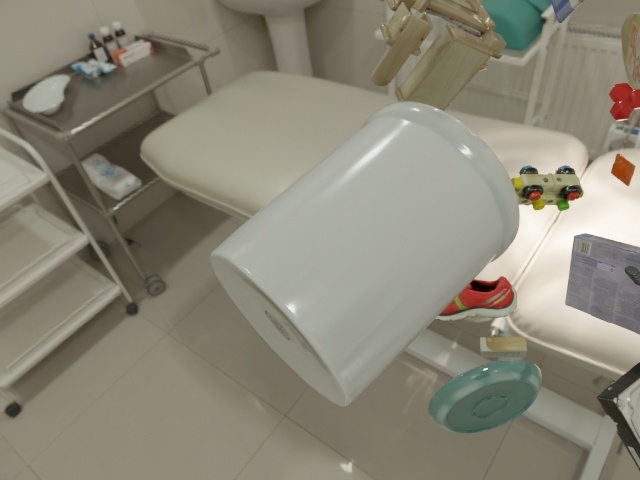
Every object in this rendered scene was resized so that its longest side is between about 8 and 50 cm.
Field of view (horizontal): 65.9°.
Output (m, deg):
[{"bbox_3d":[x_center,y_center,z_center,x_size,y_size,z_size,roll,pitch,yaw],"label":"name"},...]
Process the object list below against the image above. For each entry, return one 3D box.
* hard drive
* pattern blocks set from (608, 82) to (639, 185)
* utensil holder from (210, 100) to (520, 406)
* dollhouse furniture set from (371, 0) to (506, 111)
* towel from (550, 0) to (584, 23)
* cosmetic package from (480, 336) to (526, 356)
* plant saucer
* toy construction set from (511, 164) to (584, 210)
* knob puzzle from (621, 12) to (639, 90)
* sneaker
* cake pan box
[{"bbox_3d":[0.868,0.394,1.206,0.339,0.064,0.236,-28,88,-17],"label":"hard drive"},{"bbox_3d":[0.744,-0.191,0.994,0.286,0.324,0.026,-8,-2,44],"label":"pattern blocks set"},{"bbox_3d":[0.066,0.018,0.800,0.385,0.327,0.328,-41,52,-19],"label":"utensil holder"},{"bbox_3d":[0.209,-0.469,1.086,0.304,0.173,0.355,9,51,-29],"label":"dollhouse furniture set"},{"bbox_3d":[0.571,-0.635,1.049,0.034,0.285,0.209,-11,81,-10],"label":"towel"},{"bbox_3d":[0.493,0.289,1.335,0.115,0.060,0.041,-4,60,15],"label":"cosmetic package"},{"bbox_3d":[0.442,0.427,1.307,0.318,0.317,0.043,-13,43,-3],"label":"plant saucer"},{"bbox_3d":[0.561,-0.117,1.324,0.328,0.215,0.151,-14,65,-12],"label":"toy construction set"},{"bbox_3d":[0.713,-0.419,1.097,0.030,0.213,0.213,-11,43,19],"label":"knob puzzle"},{"bbox_3d":[0.398,0.146,1.374,0.279,0.118,0.107,-11,22,33],"label":"sneaker"},{"bbox_3d":[0.880,0.123,1.501,0.070,0.245,0.267,-10,18,-26],"label":"cake pan box"}]
